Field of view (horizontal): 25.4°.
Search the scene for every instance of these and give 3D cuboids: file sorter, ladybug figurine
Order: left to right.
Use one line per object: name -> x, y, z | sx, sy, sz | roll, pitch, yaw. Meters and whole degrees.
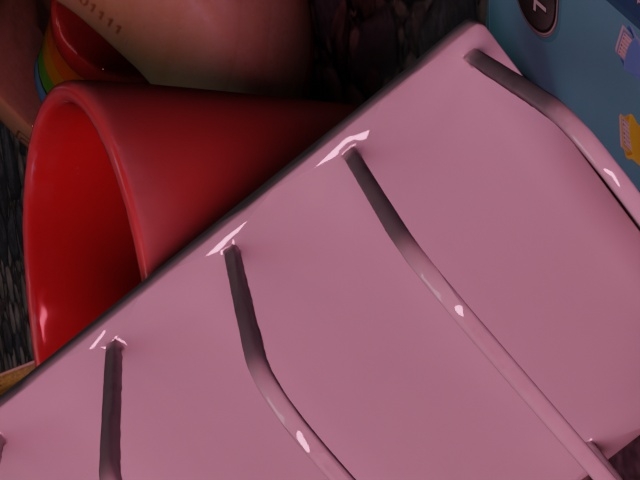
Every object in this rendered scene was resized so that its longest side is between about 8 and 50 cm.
ladybug figurine -> -0.136, -0.158, 1.045 | 0.305, 0.162, 0.449 | 40, 159, -8
file sorter -> 0.025, 0.085, 0.545 | 0.193, 0.278, 0.173 | 50, -176, -16

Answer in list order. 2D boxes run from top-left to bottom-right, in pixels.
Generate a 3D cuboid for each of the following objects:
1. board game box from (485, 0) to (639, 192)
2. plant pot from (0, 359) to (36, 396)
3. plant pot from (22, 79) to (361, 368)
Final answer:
board game box -> 0.165, -0.097, 0.446 | 0.336, 0.079, 0.253 | -123, 20, -45
plant pot -> -0.109, 0.272, 1.012 | 0.353, 0.366, 0.366 | 68, 156, 13
plant pot -> -0.017, 0.038, 0.788 | 0.275, 0.243, 0.275 | 172, 90, -66
